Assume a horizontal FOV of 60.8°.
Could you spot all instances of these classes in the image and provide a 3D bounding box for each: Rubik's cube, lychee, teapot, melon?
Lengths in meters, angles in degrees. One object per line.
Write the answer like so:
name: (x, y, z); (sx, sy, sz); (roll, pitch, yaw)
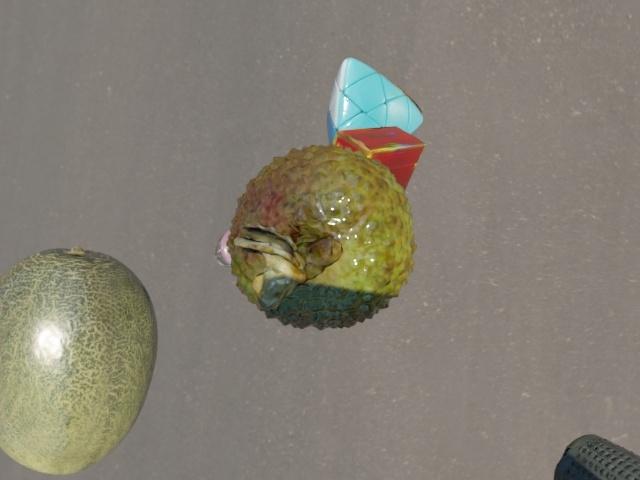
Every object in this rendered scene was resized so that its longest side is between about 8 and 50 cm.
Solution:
Rubik's cube: (0.080, -0.286, 1.244); (0.254, 0.254, 0.255); (-3, 84, 35)
lychee: (0.002, -0.004, 0.753); (0.270, 0.269, 0.320); (-64, 19, 14)
teapot: (-0.237, 0.027, 1.574); (0.146, 0.148, 0.116); (-16, 79, 56)
melon: (-0.365, 0.171, 0.795); (0.248, 0.248, 0.330); (11, 100, 35)

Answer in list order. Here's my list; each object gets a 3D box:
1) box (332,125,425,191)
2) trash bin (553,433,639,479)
box: (0.068, -0.063, 1.071); (0.089, 0.197, 0.313); (38, 123, 28)
trash bin: (0.459, 0.396, 0.844); (0.161, 0.175, 0.176); (29, 105, 62)
